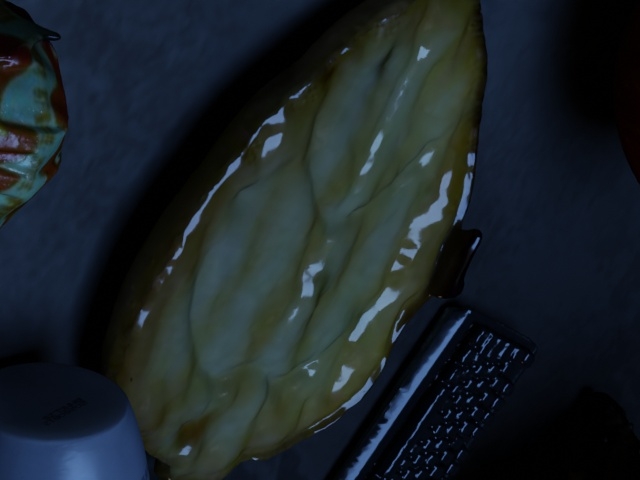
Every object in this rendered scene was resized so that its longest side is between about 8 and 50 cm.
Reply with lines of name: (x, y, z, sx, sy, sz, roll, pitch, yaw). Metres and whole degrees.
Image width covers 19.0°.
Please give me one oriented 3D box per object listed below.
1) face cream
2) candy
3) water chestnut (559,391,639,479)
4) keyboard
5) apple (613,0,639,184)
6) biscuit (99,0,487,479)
face cream: (-0.112, 0.105, 0.769, 0.091, 0.091, 0.095, -17, 123, -41)
candy: (-0.195, -0.053, 0.565, 0.288, 0.078, 0.084, 10, 116, -44)
water chestnut: (0.188, 0.229, 1.118, 0.300, 0.300, 0.300, -30, 140, -30)
keyboard: (0.035, 0.139, 1.030, 0.230, 0.025, 0.094, -56, 143, 5)
apple: (0.261, -0.089, 0.938, 0.230, 0.230, 0.230, -30, 140, -30)
biscuit: (-0.003, -0.003, 0.851, 0.203, 0.041, 0.260, 13, 109, -50)
